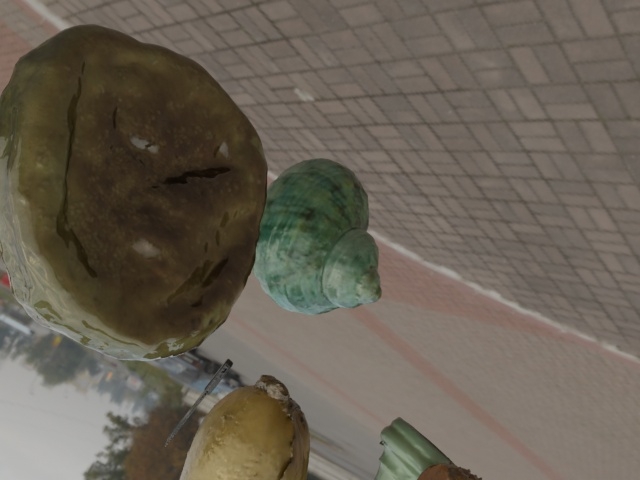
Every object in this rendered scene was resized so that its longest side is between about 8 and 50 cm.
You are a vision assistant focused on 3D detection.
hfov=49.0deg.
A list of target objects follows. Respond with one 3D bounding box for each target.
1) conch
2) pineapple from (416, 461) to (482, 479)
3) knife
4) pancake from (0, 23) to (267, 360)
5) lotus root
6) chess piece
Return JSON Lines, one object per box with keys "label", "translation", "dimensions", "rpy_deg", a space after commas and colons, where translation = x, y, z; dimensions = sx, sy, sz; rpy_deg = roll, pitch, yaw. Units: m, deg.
{"label": "conch", "translation": [0.000, -0.003, 0.806], "dimensions": [0.122, 0.176, 0.188], "rpy_deg": [-37, 77, 57]}
{"label": "pineapple", "translation": [0.284, 0.506, 1.218], "dimensions": [0.279, 0.158, 0.158], "rpy_deg": [37, 161, -15]}
{"label": "knife", "translation": [-0.284, 0.372, 1.639], "dimensions": [0.019, 0.245, 0.072], "rpy_deg": [39, 180, -7]}
{"label": "pancake", "translation": [-0.149, -0.043, 0.604], "dimensions": [0.049, 0.294, 0.294], "rpy_deg": [-8, 143, 39]}
{"label": "lotus root", "translation": [-0.089, 0.281, 0.732], "dimensions": [0.131, 0.303, 0.146], "rpy_deg": [12, -171, 14]}
{"label": "chess piece", "translation": [0.125, 0.518, 1.374], "dimensions": [0.194, 0.299, 0.194], "rpy_deg": [42, 171, 8]}
